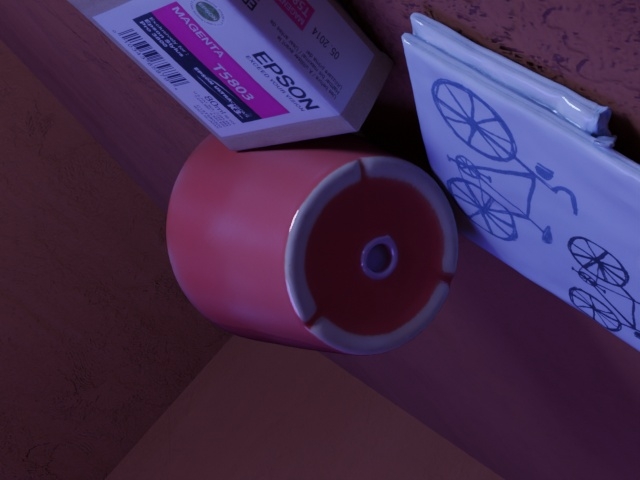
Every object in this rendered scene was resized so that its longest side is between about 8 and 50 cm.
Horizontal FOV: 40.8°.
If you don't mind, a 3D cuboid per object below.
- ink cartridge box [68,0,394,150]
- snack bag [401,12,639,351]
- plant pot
[{"bbox_3d":[-0.083,-0.189,0.778,0.193,0.088,0.235,-1,145,49],"label":"ink cartridge box"},{"bbox_3d":[0.221,-0.014,0.727,0.342,0.037,0.323,37,167,27],"label":"snack bag"},{"bbox_3d":[0.000,0.000,0.919,0.275,0.275,0.243,48,165,-26],"label":"plant pot"}]
